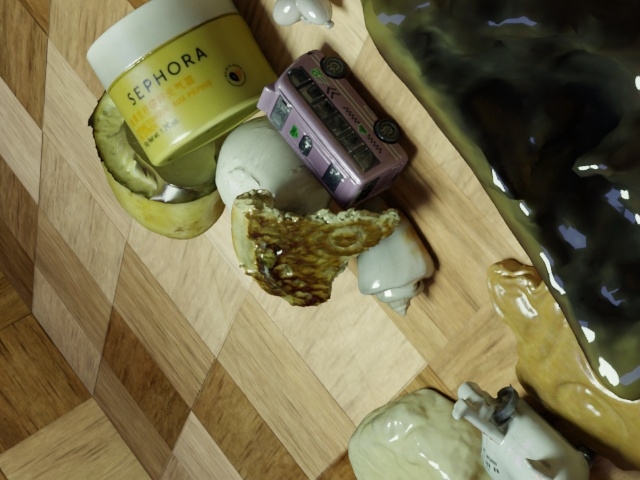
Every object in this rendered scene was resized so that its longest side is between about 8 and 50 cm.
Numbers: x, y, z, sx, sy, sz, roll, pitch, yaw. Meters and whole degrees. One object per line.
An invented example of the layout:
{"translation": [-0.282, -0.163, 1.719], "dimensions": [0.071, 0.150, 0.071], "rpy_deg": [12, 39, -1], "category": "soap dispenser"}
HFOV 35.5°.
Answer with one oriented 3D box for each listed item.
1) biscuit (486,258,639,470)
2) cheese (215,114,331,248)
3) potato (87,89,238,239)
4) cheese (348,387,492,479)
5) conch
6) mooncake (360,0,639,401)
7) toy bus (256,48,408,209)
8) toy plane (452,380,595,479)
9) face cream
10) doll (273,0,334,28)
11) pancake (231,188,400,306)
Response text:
{"translation": [0.332, 0.148, 1.157], "dimensions": [0.376, 0.051, 0.269], "rpy_deg": [41, 145, 29], "category": "biscuit"}
{"translation": [-0.060, -0.086, 1.416], "dimensions": [0.189, 0.154, 0.198], "rpy_deg": [46, 155, 15], "category": "cheese"}
{"translation": [-0.244, -0.115, 1.624], "dimensions": [0.285, 0.242, 0.242], "rpy_deg": [37, 144, 26], "category": "potato"}
{"translation": [0.180, 0.385, 1.541], "dimensions": [0.318, 0.115, 0.326], "rpy_deg": [27, 140, 42], "category": "cheese"}
{"translation": [0.098, 0.017, 1.377], "dimensions": [0.104, 0.094, 0.176], "rpy_deg": [171, 97, -72], "category": "conch"}
{"translation": [0.215, -0.106, 0.786], "dimensions": [0.394, 0.246, 0.393], "rpy_deg": [43, -167, -53], "category": "mooncake"}
{"translation": [0.014, -0.143, 1.299], "dimensions": [0.199, 0.108, 0.096], "rpy_deg": [51, 150, 12], "category": "toy bus"}
{"translation": [0.263, 0.274, 1.245], "dimensions": [0.252, 0.118, 0.252], "rpy_deg": [41, -173, -6], "category": "toy plane"}
{"translation": [-0.187, -0.233, 1.405], "dimensions": [0.179, 0.218, 0.218], "rpy_deg": [59, 150, -3], "category": "face cream"}
{"translation": [-0.034, -0.339, 1.239], "dimensions": [0.161, 0.059, 0.160], "rpy_deg": [43, 147, 23], "category": "doll"}
{"translation": [0.000, 0.000, 1.322], "dimensions": [0.266, 0.245, 0.057], "rpy_deg": [45, -146, -52], "category": "pancake"}
